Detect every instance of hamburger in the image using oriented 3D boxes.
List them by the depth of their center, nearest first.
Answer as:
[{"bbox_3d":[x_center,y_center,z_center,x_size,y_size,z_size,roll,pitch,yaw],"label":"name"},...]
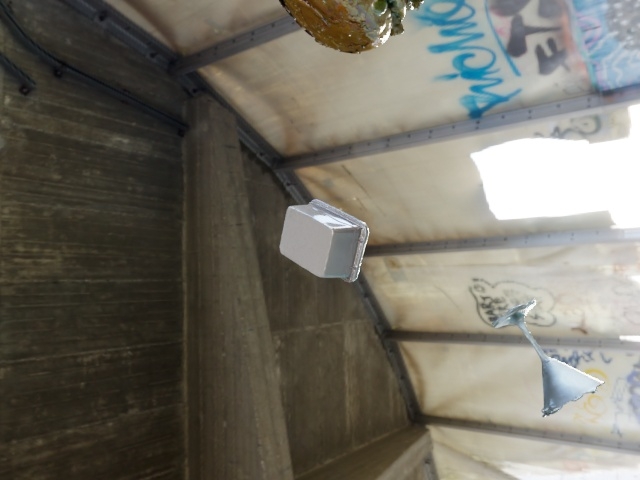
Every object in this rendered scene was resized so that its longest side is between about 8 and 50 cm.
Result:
[{"bbox_3d":[0.059,-0.453,0.951,0.245,0.260,0.211,38,-90,0],"label":"hamburger"}]

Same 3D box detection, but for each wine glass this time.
[{"bbox_3d":[0.393,0.201,0.964,0.122,0.122,0.183,4,-128,-53],"label":"wine glass"}]

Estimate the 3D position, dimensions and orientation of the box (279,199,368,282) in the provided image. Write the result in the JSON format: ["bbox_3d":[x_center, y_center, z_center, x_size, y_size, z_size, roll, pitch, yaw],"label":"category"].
[{"bbox_3d":[0.000,0.000,0.758,0.062,0.122,0.089,-4,-67,-42],"label":"box"}]
